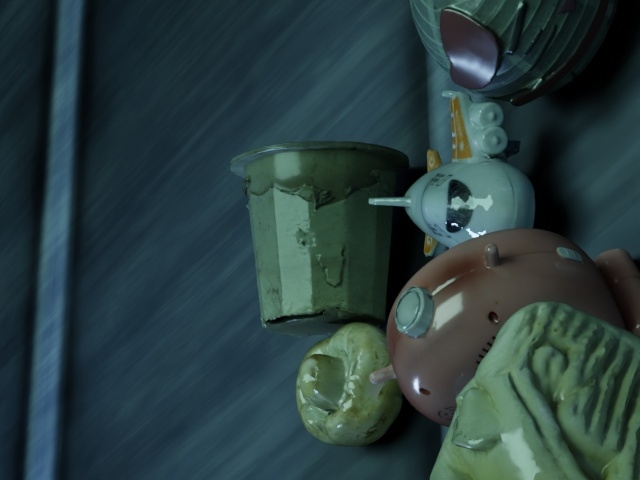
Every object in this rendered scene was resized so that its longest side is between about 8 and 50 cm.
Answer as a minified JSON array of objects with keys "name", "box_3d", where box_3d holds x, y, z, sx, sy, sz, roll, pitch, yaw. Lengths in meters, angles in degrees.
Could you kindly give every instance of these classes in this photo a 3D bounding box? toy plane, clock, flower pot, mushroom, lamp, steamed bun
[{"name":"toy plane","box_3d":[0.146,-0.038,2.026,0.244,0.117,0.245,-178,90,-70]},{"name":"clock","box_3d":[0.177,0.099,1.818,0.227,0.241,0.142,-49,41,30]},{"name":"flower pot","box_3d":[0.000,0.000,2.186,0.212,0.212,0.203,-19,66,52]},{"name":"mushroom","box_3d":[0.032,0.162,2.121,0.148,0.112,0.148,-34,51,55]},{"name":"lamp","box_3d":[0.198,-0.271,1.985,0.233,0.233,0.265,9,86,58]},{"name":"steamed bun","box_3d":[0.243,0.259,1.565,0.394,0.346,0.237,52,135,26]}]
